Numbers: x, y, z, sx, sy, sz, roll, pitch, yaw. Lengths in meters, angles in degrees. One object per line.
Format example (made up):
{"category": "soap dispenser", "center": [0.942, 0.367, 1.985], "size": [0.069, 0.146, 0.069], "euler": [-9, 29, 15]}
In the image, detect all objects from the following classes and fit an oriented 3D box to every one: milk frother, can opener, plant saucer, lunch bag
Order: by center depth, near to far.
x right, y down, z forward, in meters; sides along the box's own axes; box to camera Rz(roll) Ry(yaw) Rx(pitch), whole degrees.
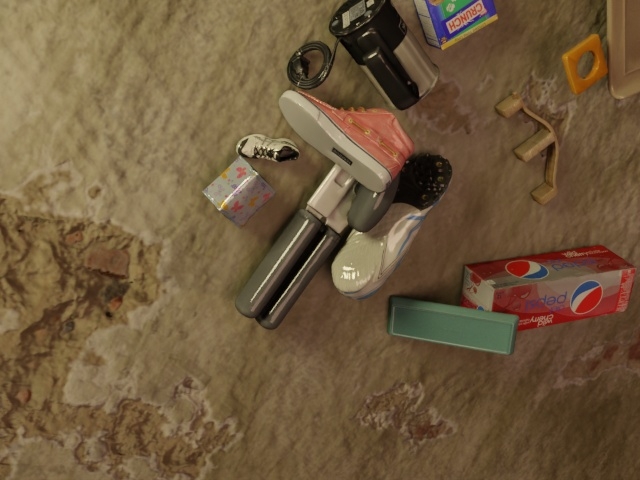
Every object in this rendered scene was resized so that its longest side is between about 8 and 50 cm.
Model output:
{"category": "milk frother", "center": [0.052, -0.216, 1.102], "size": [0.143, 0.129, 0.135], "euler": [-16, 132, 35]}
{"category": "lunch bag", "center": [-0.101, -0.058, 1.124], "size": [0.071, 0.053, 0.083], "euler": [-44, 149, 1]}
{"category": "can opener", "center": [0.000, 0.000, 1.169], "size": [0.076, 0.095, 0.283], "euler": [36, 89, -36]}
{"category": "plant saucer", "center": [0.194, 0.129, 1.302], "size": [0.192, 0.018, 0.067], "euler": [9, 115, 13]}

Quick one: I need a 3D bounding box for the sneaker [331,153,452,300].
{"category": "sneaker", "center": [0.100, -0.020, 1.227], "size": [0.237, 0.085, 0.086], "euler": [-53, 161, -2]}

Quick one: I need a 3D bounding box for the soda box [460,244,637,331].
{"category": "soda box", "center": [0.354, 0.075, 1.369], "size": [0.263, 0.092, 0.083], "euler": [-7, 116, -20]}

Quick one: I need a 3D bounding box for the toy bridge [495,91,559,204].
{"category": "toy bridge", "center": [0.315, -0.141, 1.286], "size": [0.063, 0.026, 0.188], "euler": [-36, 123, -7]}

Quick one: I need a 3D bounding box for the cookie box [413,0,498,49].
{"category": "cookie box", "center": [0.169, -0.315, 1.127], "size": [0.092, 0.040, 0.107], "euler": [-31, 124, -8]}

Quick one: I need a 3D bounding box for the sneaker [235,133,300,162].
{"category": "sneaker", "center": [-0.065, -0.116, 1.121], "size": [0.083, 0.037, 0.032], "euler": [-4, 117, -21]}

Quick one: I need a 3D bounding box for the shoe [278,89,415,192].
{"category": "shoe", "center": [0.036, -0.145, 1.120], "size": [0.178, 0.063, 0.081], "euler": [40, 66, 0]}

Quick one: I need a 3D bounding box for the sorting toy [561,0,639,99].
{"category": "sorting toy", "center": [0.467, -0.321, 1.248], "size": [0.347, 0.047, 0.196], "euler": [-25, 120, -20]}
